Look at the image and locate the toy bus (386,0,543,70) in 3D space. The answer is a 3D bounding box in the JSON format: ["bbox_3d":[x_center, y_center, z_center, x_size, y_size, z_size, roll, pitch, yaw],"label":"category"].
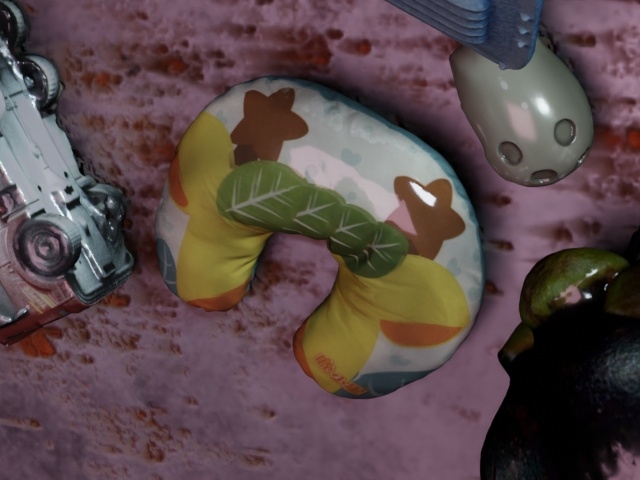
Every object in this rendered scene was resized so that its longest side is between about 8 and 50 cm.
[{"bbox_3d":[0.024,-0.252,0.943,0.312,0.152,0.190,31,79,11],"label":"toy bus"}]

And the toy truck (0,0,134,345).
[{"bbox_3d":[-0.246,-0.063,1.196,0.135,0.114,0.270,-26,96,26],"label":"toy truck"}]

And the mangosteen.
[{"bbox_3d":[0.194,0.110,1.000,0.243,0.243,0.243,8,111,21],"label":"mangosteen"}]

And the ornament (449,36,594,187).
[{"bbox_3d":[0.112,-0.107,1.044,0.081,0.075,0.156,-17,102,37],"label":"ornament"}]

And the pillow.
[{"bbox_3d":[0.000,0.000,1.133,0.233,0.086,0.214,32,128,8],"label":"pillow"}]
